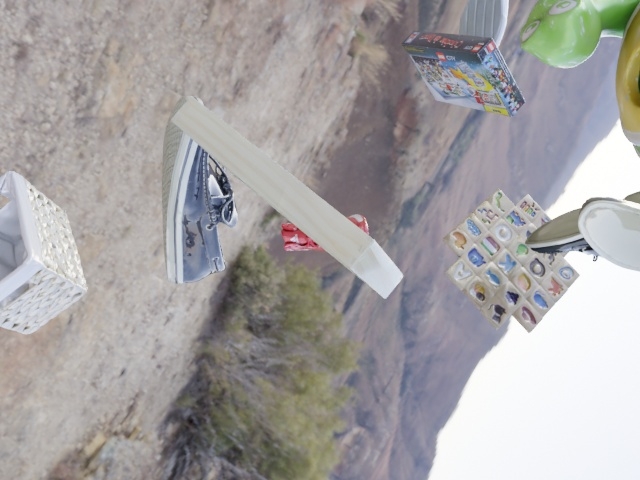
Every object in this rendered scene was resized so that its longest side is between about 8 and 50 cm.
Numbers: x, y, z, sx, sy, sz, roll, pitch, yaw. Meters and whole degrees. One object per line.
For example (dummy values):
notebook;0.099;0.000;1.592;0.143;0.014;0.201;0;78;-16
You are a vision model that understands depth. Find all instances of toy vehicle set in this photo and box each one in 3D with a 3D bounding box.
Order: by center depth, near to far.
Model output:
toy vehicle set;-0.032;-0.044;0.757;0.035;0.267;0.166;-50;157;-1

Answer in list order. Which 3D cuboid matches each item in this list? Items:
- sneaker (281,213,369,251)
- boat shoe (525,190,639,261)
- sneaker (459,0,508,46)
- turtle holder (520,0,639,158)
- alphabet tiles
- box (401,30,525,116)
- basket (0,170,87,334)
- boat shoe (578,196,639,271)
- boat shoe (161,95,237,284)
sneaker;0.000;0.000;1.295;0.221;0.128;0.087;166;-83;-70
boat shoe;0.588;-0.012;1.415;0.340;0.113;0.127;-24;-162;44
sneaker;0.345;-0.487;1.380;0.091;0.094;0.258;-21;125;-56
turtle holder;0.372;-0.165;0.615;0.227;0.320;0.243;-44;180;-38
alphabet tiles;0.447;0.041;1.600;0.342;0.285;0.011;-38;173;-30
box;0.278;-0.333;1.359;0.044;0.233;0.159;-47;125;-8
basket;-0.371;0.019;0.842;0.113;0.167;0.103;-35;142;6
boat shoe;0.574;-0.003;1.185;0.091;0.305;0.109;-78;-167;-55
boat shoe;-0.257;-0.095;1.469;0.500;0.156;0.186;102;-21;-45
